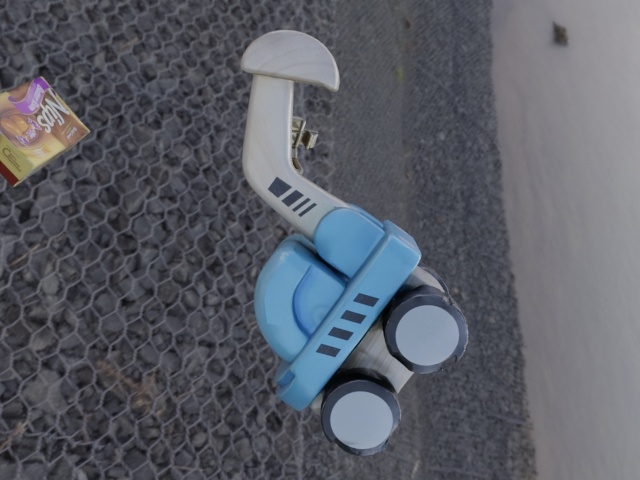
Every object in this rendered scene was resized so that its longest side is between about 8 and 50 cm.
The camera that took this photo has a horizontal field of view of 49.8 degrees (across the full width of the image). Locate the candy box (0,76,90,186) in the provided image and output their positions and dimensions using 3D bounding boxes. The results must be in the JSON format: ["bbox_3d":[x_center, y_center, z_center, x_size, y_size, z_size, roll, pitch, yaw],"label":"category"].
[{"bbox_3d":[-0.416,-0.159,0.980,0.109,0.053,0.186,51,20,-15],"label":"candy box"}]

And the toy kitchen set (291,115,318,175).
[{"bbox_3d":[-0.031,-0.160,1.189,0.068,0.083,0.075,6,32,-24],"label":"toy kitchen set"}]

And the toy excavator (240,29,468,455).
[{"bbox_3d":[0.000,0.000,0.950,0.445,0.433,0.222,35,10,-4],"label":"toy excavator"}]
